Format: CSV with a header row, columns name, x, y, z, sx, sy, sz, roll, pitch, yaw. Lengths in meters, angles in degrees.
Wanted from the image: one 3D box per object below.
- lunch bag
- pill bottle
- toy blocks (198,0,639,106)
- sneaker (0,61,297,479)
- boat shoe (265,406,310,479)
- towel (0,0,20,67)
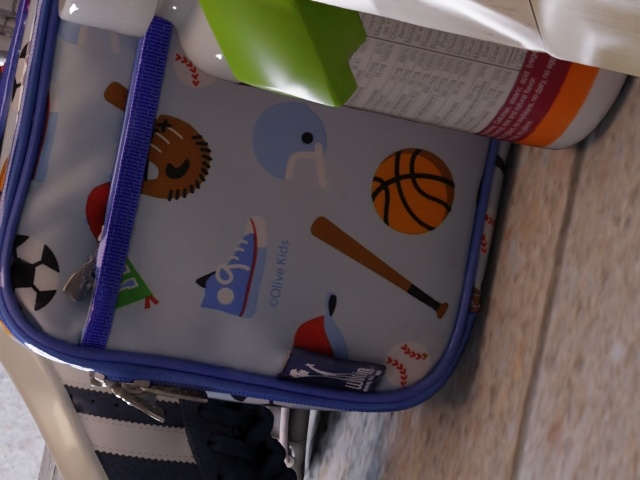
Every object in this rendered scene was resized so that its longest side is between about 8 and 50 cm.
name,x,y,z,sx,sy,sz,roll,pitch,yaw
lunch bag,-0.036,-0.064,0.914,0.115,0.243,0.303,172,109,-77
pill bottle,0.012,-0.115,0.794,0.121,0.221,0.121,-169,90,-78
toy blocks,0.052,-0.196,0.633,0.261,0.381,0.191,-50,-42,-26
sneaker,-0.072,0.049,1.011,0.148,0.350,0.131,-37,-3,21
boat shoe,0.000,0.000,1.100,0.112,0.095,0.335,-72,5,-60
towel,-0.130,-0.171,1.328,0.121,0.283,0.235,115,163,-50
